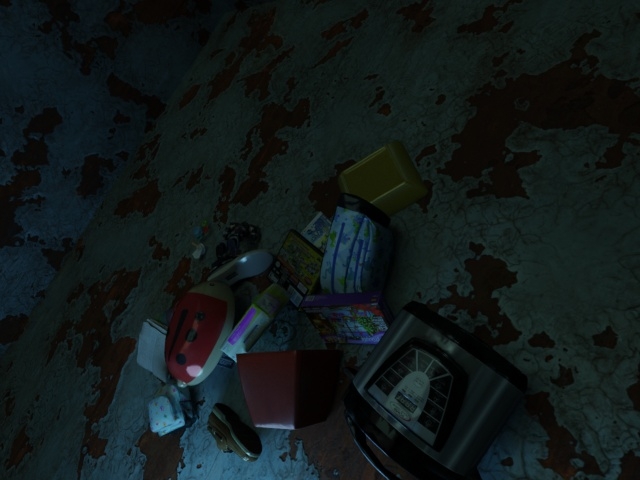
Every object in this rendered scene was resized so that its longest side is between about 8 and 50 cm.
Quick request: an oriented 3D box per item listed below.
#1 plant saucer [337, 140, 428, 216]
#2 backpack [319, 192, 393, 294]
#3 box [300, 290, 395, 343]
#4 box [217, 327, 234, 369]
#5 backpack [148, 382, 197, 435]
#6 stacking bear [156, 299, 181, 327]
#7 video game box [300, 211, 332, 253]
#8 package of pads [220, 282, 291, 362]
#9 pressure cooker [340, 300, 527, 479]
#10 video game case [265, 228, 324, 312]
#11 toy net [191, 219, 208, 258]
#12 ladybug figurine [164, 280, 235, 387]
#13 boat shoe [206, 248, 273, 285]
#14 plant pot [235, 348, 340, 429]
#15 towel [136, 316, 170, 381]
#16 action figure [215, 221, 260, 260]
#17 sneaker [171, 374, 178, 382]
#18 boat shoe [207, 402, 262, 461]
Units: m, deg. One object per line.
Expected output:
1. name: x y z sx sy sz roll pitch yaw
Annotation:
1. plant saucer: 0.225 -0.241 1.659 0.333 0.081 0.333 -30 50 18
2. backpack: 0.129 0.052 1.433 0.273 0.290 0.355 30 92 27
3. box: 0.103 0.266 1.367 0.293 0.201 0.057 -9 36 33
4. box: -0.423 0.439 1.723 0.156 0.093 0.158 12 71 40
5. backpack: -0.618 0.689 1.669 0.166 0.144 0.188 -31 58 19
6. stacking bear: -0.710 0.420 1.907 0.289 0.164 0.175 -38 48 18
7. video game box: 0.000 0.000 1.704 0.187 0.048 0.205 -50 47 5
8. package of pads: -0.233 0.294 1.525 0.101 0.296 0.229 37 102 2
9. pressure cooker: 0.272 0.421 1.049 0.420 0.375 0.370 -54 10 -2
10. video game case: -0.097 0.119 1.673 0.275 0.035 0.248 38 104 43
11. toy net: -0.636 0.002 2.169 0.122 0.045 0.232 -27 53 18
12. ladybug figurine: -0.509 0.364 1.654 0.305 0.162 0.449 -8 59 34
13. boat shoe: -0.377 0.101 1.874 0.340 0.127 0.158 -26 35 8
14. plant pot: -0.101 0.494 1.362 0.267 0.267 0.236 -13 71 30
15. towel: -0.742 0.496 1.830 0.187 0.049 0.282 25 114 19
16. action figure: -0.395 -0.016 1.914 0.185 0.099 0.285 -3 25 15
17. sneaker: -0.630 0.622 1.799 0.067 0.042 0.118 -25 44 17
18. boat shoe: -0.320 0.724 1.481 0.307 0.110 0.104 20 81 51
